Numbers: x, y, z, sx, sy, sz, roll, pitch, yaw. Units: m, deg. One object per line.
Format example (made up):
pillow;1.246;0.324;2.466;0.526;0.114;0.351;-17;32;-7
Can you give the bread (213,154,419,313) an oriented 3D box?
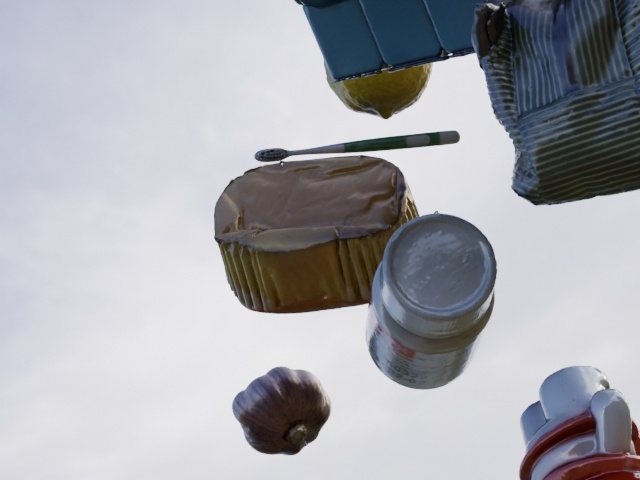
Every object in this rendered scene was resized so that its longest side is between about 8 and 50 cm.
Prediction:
bread;0.000;0.000;1.961;0.288;0.204;0.156;-10;-50;10

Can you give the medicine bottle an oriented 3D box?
medicine bottle;0.127;0.073;1.611;0.144;0.144;0.252;-18;-19;-11

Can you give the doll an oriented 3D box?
doll;0.199;0.224;0.929;0.130;0.290;0.161;3;-41;-21

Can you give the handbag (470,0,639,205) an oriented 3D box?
handbag;0.308;-0.175;1.488;0.247;0.240;0.340;-13;5;26

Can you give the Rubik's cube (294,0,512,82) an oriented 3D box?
Rubik's cube;0.128;-0.388;1.750;0.387;0.368;0.358;-6;-35;40

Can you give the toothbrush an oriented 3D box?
toothbrush;0.047;-0.114;1.705;0.257;0.018;0.024;-6;2;-13

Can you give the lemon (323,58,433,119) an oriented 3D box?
lemon;0.090;-0.288;2.176;0.180;0.180;0.193;-4;-77;-31

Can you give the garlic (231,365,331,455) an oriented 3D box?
garlic;-0.053;0.265;2.153;0.159;0.102;0.147;33;-86;-41
